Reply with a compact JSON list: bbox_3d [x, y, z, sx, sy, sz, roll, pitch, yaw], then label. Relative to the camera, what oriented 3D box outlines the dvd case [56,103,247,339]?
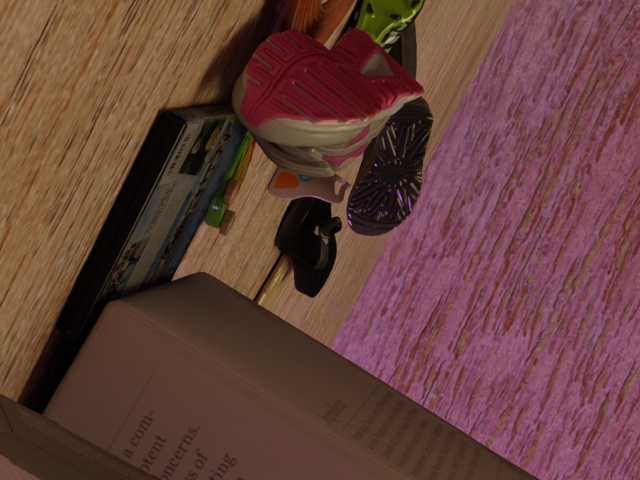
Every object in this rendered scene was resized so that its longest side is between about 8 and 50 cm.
[{"bbox_3d":[-0.123,-0.021,1.464,0.180,0.022,0.253,-62,174,9],"label":"dvd case"}]

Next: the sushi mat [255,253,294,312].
[{"bbox_3d":[-0.074,0.093,2.405,0.316,0.019,0.151,-60,175,-18],"label":"sushi mat"}]

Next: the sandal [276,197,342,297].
[{"bbox_3d":[0.000,-0.001,2.323,0.097,0.054,0.254,-61,164,-14],"label":"sandal"}]

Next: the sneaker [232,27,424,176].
[{"bbox_3d":[-0.006,-0.098,1.524,0.111,0.103,0.252,-50,165,21],"label":"sneaker"}]

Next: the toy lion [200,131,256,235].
[{"bbox_3d":[-0.077,-0.060,1.648,0.100,0.034,0.096,104,8,-66],"label":"toy lion"}]

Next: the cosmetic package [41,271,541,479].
[{"bbox_3d":[-0.046,0.267,1.505,0.329,0.394,0.327,-59,175,8],"label":"cosmetic package"}]

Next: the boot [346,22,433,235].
[{"bbox_3d":[0.066,-0.133,2.014,0.208,0.076,0.189,-106,-146,-53],"label":"boot"}]

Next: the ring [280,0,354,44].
[{"bbox_3d":[0.042,-0.297,1.575,0.336,0.032,0.336,-60,174,-11],"label":"ring"}]

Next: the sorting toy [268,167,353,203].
[{"bbox_3d":[-0.004,-0.066,2.007,0.045,0.075,0.083,-65,174,27],"label":"sorting toy"}]

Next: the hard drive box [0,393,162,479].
[{"bbox_3d":[-0.200,0.246,1.246,0.232,0.181,0.089,-64,173,15],"label":"hard drive box"}]

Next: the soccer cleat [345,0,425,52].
[{"bbox_3d":[0.053,-0.215,1.955,0.179,0.060,0.072,-59,-171,-10],"label":"soccer cleat"}]
